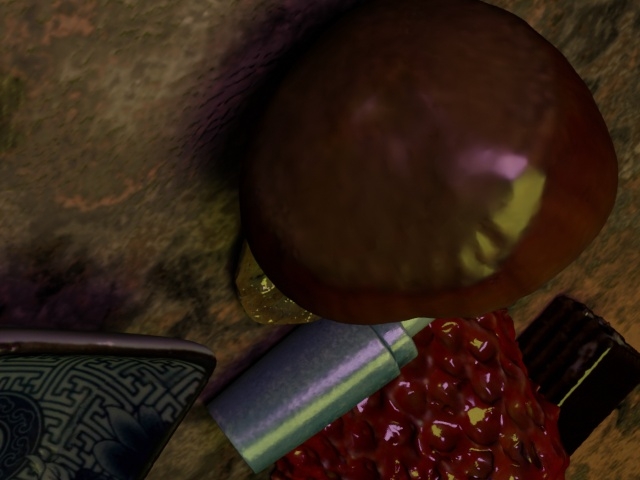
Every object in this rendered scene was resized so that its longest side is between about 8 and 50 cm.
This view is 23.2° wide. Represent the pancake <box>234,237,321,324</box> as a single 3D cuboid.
[{"bbox_3d":[0.000,0.000,0.999,0.139,0.022,0.139,-25,141,-22],"label":"pancake"}]

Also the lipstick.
[{"bbox_3d":[0.047,0.054,1.071,0.274,0.068,0.061,-37,147,-7],"label":"lipstick"}]

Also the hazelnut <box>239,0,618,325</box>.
[{"bbox_3d":[0.056,-0.045,0.877,0.210,0.210,0.186,-30,108,-20],"label":"hazelnut"}]

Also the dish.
[{"bbox_3d":[-0.192,0.131,0.888,0.182,0.080,0.243,7,121,-52],"label":"dish"}]

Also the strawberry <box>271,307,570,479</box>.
[{"bbox_3d":[0.089,0.171,1.164,0.234,0.178,0.234,-22,141,-19],"label":"strawberry"}]

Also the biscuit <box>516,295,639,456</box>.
[{"bbox_3d":[0.122,0.216,1.346,0.388,0.073,0.107,-48,147,10],"label":"biscuit"}]
